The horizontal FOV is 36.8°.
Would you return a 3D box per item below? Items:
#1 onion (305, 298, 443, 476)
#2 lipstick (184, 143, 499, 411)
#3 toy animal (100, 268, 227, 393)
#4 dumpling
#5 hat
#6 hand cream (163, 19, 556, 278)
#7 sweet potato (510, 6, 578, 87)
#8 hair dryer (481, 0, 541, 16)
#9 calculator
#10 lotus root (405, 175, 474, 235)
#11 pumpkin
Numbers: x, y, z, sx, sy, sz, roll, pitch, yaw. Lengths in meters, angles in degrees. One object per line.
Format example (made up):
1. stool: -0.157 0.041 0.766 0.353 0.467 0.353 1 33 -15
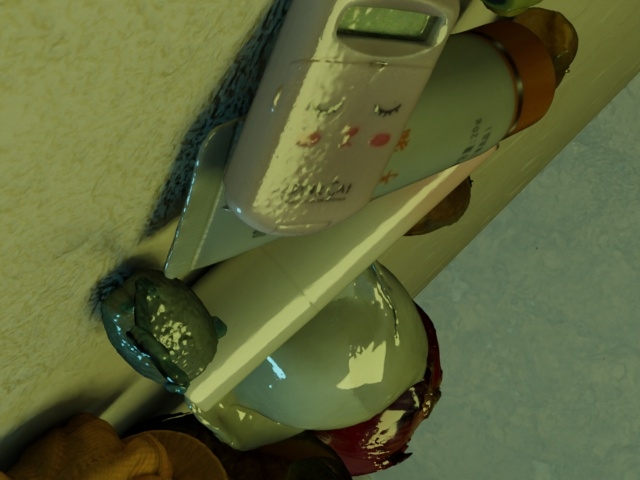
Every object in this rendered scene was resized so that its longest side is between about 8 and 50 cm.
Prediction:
1. onion: 0.042 0.187 1.334 0.276 0.276 0.276 -41 171 -8
2. lipstick: 0.000 0.000 0.794 0.327 0.087 0.087 -42 171 -5
3. toy animal: -0.103 0.052 0.616 0.070 0.079 0.253 -63 -179 -13
4. dumpling: -0.012 0.128 1.047 0.260 0.181 0.341 -33 169 -2
5. hat: -0.226 0.231 0.794 0.244 0.233 0.233 -21 141 8
6. hand cream: 0.032 -0.077 0.638 0.314 0.089 0.139 -26 155 -32
7. sweet potato: 0.186 -0.161 0.914 0.077 0.077 0.243 -41 177 -9
8. hair dryer: 0.120 -0.176 0.551 0.135 0.090 0.278 -43 177 -1
9. calculator: 0.010 -0.075 0.509 0.100 0.032 0.175 -5 132 -40
10. lotus root: 0.096 -0.061 0.918 0.159 0.095 0.135 -51 165 13
11. pumpkin: -0.107 0.325 1.140 0.320 0.320 0.192 -22 123 -64
